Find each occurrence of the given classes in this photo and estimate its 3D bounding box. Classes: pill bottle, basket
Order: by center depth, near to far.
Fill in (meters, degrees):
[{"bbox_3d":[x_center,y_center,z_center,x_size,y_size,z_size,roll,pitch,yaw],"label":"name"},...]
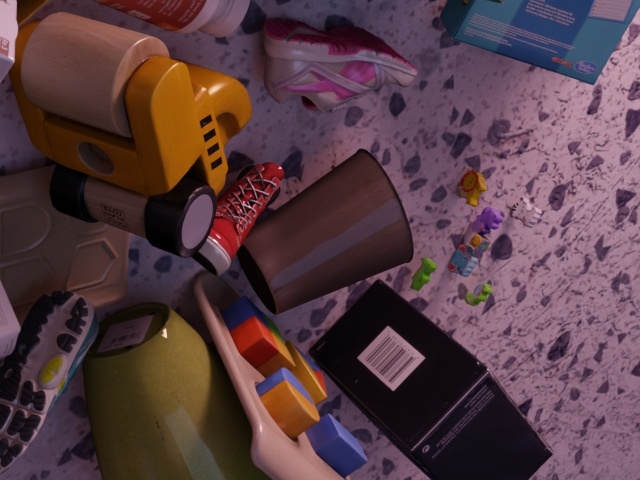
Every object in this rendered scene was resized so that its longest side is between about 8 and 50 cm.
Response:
[{"bbox_3d":[-0.194,-0.322,1.528,0.216,0.121,0.121,17,107,-41],"label":"pill bottle"},{"bbox_3d":[0.000,0.000,1.865,0.226,0.154,0.204,-28,130,-15],"label":"basket"}]

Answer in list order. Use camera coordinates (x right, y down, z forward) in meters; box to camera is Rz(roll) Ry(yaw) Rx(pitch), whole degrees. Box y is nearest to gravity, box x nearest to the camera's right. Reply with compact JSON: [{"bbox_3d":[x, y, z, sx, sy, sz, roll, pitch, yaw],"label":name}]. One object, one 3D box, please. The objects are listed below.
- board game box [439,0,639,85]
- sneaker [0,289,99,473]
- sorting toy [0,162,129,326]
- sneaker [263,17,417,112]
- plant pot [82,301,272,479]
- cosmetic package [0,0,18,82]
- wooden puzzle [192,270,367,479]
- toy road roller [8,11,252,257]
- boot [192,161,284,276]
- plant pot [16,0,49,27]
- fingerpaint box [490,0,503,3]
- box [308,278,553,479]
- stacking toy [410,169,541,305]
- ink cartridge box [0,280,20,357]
[{"bbox_3d":[0.361,-0.413,1.816,0.253,0.079,0.336,14,122,-22],"label":"board game box"},{"bbox_3d":[-0.373,0.198,1.658,0.275,0.107,0.110,-57,162,-16],"label":"sneaker"},{"bbox_3d":[-0.313,-0.010,1.703,0.307,0.041,0.229,-16,126,-33],"label":"sorting toy"},{"bbox_3d":[0.019,-0.236,1.767,0.252,0.103,0.111,4,119,-31],"label":"sneaker"},{"bbox_3d":[-0.218,0.245,1.802,0.274,0.275,0.294,-30,117,-18],"label":"plant pot"},{"bbox_3d":[-0.425,-0.169,1.396,0.085,0.117,0.231,22,126,-30],"label":"cosmetic package"},{"bbox_3d":[-0.040,0.231,1.845,0.080,0.348,0.322,-32,135,9],"label":"wooden puzzle"},{"bbox_3d":[-0.210,-0.162,1.535,0.241,0.202,0.330,-56,154,-32],"label":"toy road roller"},{"bbox_3d":[-0.116,-0.041,1.714,0.088,0.244,0.176,42,88,-5],"label":"boot"},{"bbox_3d":[-0.368,-0.297,1.440,0.081,0.083,0.081,-42,135,-7],"label":"plant pot"},{"bbox_3d":[0.097,-0.524,1.585,0.444,0.163,0.371,3,116,-38],"label":"fingerpaint box"},{"bbox_3d":[0.181,0.265,2.061,0.183,0.296,0.294,-46,134,-4],"label":"box"},{"bbox_3d":[0.257,0.002,2.126,0.167,0.052,0.221,19,107,-41],"label":"stacking toy"},{"bbox_3d":[-0.498,0.091,1.531,0.217,0.159,0.092,-18,162,-28],"label":"ink cartridge box"}]
